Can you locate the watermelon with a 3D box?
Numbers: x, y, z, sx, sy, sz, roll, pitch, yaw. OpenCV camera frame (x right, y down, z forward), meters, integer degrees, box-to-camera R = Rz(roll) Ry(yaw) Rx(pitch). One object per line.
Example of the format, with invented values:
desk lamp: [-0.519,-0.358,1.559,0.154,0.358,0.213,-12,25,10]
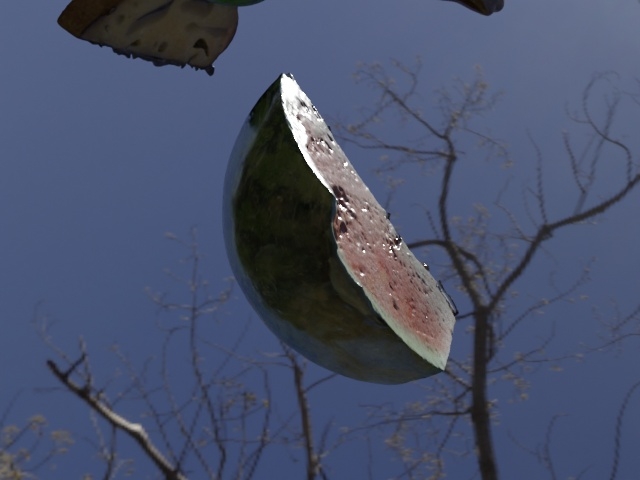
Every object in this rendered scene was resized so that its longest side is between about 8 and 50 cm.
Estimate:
watermelon: [0.000,0.000,0.920,0.305,0.180,0.224,57,-29,-11]

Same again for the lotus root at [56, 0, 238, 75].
lotus root: [-0.194,-0.298,1.206,0.074,0.261,0.170,42,-77,22]

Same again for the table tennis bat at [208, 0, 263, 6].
table tennis bat: [-0.114,-0.388,1.121,0.039,0.161,0.257,142,-52,-63]

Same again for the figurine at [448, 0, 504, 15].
figurine: [0.037,-0.303,0.757,0.247,0.177,0.172,19,-88,19]
